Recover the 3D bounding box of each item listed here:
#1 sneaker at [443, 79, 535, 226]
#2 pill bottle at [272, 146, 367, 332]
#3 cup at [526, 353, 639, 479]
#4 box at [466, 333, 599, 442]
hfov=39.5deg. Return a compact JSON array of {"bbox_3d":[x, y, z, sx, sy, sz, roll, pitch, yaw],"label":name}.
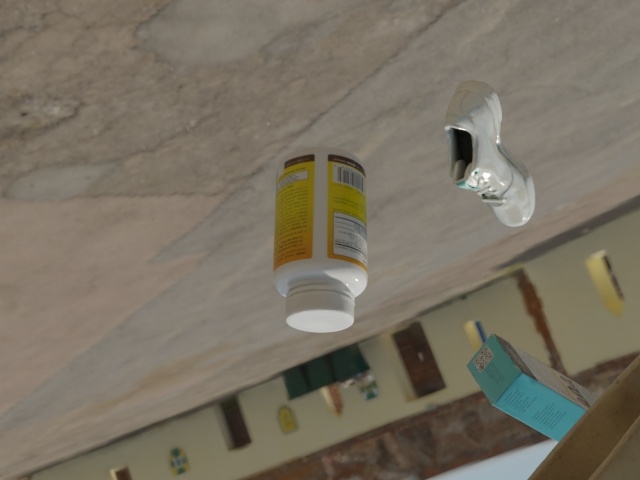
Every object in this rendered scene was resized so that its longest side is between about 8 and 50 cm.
[{"bbox_3d":[0.196,-0.084,1.090,0.080,0.212,0.094,1,-136,41],"label":"sneaker"},{"bbox_3d":[0.000,0.000,1.110,0.117,0.215,0.117,1,155,0],"label":"pill bottle"},{"bbox_3d":[0.246,0.237,0.590,0.331,0.237,0.331,-44,165,-16],"label":"cup"},{"bbox_3d":[0.316,0.221,1.188,0.060,0.244,0.100,-54,-158,13],"label":"box"}]
